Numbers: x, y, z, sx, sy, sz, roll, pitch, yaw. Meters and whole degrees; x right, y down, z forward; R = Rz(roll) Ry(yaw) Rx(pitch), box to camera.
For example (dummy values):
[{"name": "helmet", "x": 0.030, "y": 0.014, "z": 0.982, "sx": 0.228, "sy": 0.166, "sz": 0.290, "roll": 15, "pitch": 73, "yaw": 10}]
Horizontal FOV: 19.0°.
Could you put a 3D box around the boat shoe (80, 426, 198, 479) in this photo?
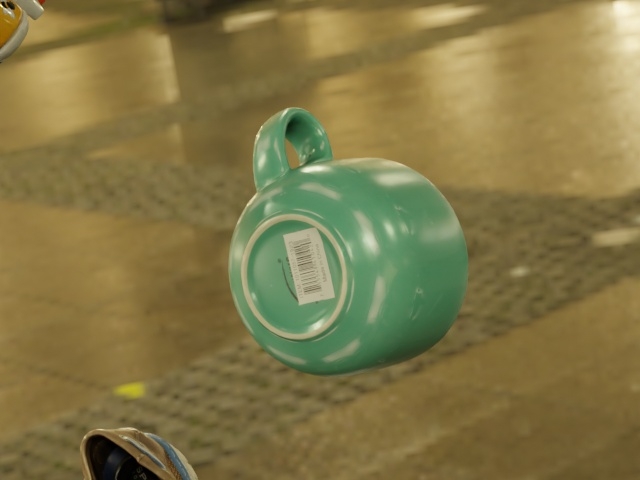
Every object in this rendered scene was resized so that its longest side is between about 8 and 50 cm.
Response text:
[{"name": "boat shoe", "x": -0.074, "y": 0.169, "z": 0.977, "sx": 0.066, "sy": 0.066, "sz": 0.183, "roll": -46, "pitch": 55, "yaw": 5}]

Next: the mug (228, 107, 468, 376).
[{"name": "mug", "x": 0.000, "y": 0.010, "z": 1.147, "sx": 0.158, "sy": 0.129, "sz": 0.097, "roll": 34, "pitch": 22, "yaw": 24}]

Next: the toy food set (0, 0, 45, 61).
[{"name": "toy food set", "x": -0.220, "y": -0.138, "z": 1.234, "sx": 0.111, "sy": 0.104, "sz": 0.232, "roll": -46, "pitch": 31, "yaw": 4}]
